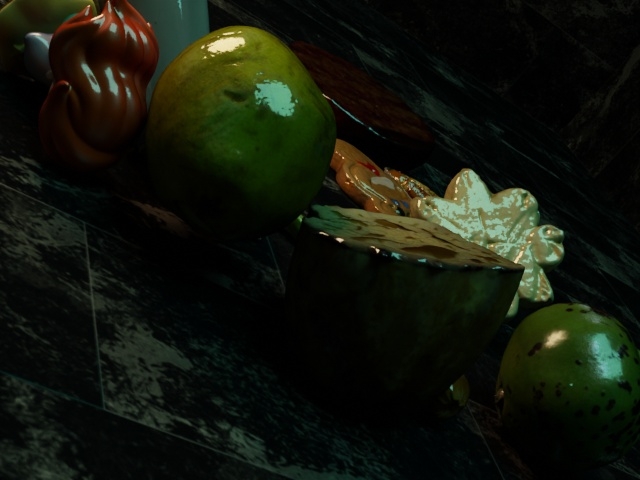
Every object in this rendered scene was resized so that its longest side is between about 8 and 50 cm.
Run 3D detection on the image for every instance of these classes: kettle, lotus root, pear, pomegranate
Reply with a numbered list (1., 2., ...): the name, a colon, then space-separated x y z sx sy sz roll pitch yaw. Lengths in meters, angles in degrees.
1. kettle: -0.230 -0.247 1.619 0.210 0.159 0.243 90 -9 -85
2. lotus root: 0.062 0.078 1.422 0.316 0.250 0.316 20 15 -6
3. pear: -0.105 -0.139 1.420 0.269 0.269 0.321 35 31 -11
4. pomegranate: 0.396 0.217 1.644 0.254 0.270 0.254 -15 90 -86

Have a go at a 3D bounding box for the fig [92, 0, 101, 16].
1. fig: -0.348 -0.352 1.721 0.230 0.160 0.143 22 67 -43

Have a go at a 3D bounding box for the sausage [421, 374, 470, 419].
1. sausage: 0.132 0.147 1.596 0.089 0.083 0.300 38 15 -37

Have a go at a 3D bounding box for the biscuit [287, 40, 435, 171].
1. biscuit: 0.072 -0.290 2.397 0.407 0.091 0.407 31 22 -15

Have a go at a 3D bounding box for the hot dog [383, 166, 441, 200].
1. hot dog: 0.205 -0.089 2.262 0.192 0.053 0.099 42 16 5

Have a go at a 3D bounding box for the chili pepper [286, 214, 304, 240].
1. chili pepper: 0.000 0.000 1.717 0.201 0.052 0.050 39 50 -6

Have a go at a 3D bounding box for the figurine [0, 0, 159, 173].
1. figurine: -0.313 -0.228 1.437 0.257 0.208 0.181 48 -12 37

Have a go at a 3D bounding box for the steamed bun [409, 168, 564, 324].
1. steamed bun: 0.280 0.019 1.964 0.137 0.295 0.292 115 -43 -70

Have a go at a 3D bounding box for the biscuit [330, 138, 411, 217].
1. biscuit: 0.122 -0.086 2.121 0.202 0.047 0.334 11 34 -53
